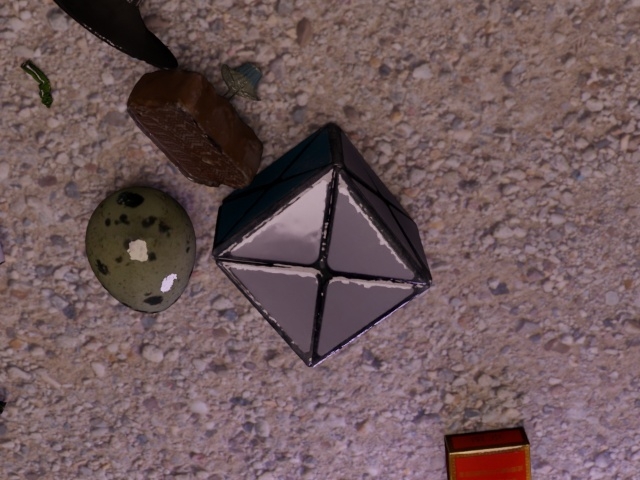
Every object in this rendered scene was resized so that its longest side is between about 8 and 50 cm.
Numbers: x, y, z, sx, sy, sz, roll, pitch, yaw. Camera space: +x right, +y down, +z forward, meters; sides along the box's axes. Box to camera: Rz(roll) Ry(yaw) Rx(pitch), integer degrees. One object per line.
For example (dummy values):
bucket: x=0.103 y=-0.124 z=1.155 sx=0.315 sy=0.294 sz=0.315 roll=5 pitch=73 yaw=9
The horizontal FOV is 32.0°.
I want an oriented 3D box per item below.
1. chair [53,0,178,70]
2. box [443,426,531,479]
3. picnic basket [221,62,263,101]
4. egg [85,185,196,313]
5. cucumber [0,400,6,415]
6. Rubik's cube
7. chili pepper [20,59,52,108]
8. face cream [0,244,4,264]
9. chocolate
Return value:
chair: x=-0.193 y=-0.467 z=1.601 sx=0.227 sy=0.226 sz=0.401 roll=34 pitch=106 yaw=-15
box: x=0.316 y=0.472 z=2.087 sx=0.153 sy=0.074 sz=0.239 roll=-8 pitch=111 yaw=-3
picnic basket: x=-0.131 y=-0.245 z=1.780 sx=0.083 sy=0.065 sz=0.083 roll=43 pitch=83 yaw=-22
egg: x=-0.288 y=0.020 z=1.819 sx=0.177 sy=0.177 sz=0.228 roll=-9 pitch=126 yaw=1
cucumber: x=-0.720 y=0.233 z=1.929 sx=0.359 sy=0.096 sz=0.096 roll=33 pitch=107 yaw=-14
Rubik's cube: x=0.000 y=0.000 z=1.778 sx=0.259 sy=0.260 sz=0.255 roll=-38 pitch=110 yaw=9
chili pepper: x=-0.447 y=-0.250 z=1.784 sx=0.027 sy=0.022 sz=0.083 roll=-36 pitch=112 yaw=-24
face cream: x=-0.578 y=-0.071 z=1.836 sx=0.092 sy=0.058 sz=0.243 roll=-11 pitch=106 yaw=7
chocolate: x=-0.187 y=-0.174 z=1.741 sx=0.214 sy=0.148 sz=0.093 roll=48 pitch=60 yaw=-45
